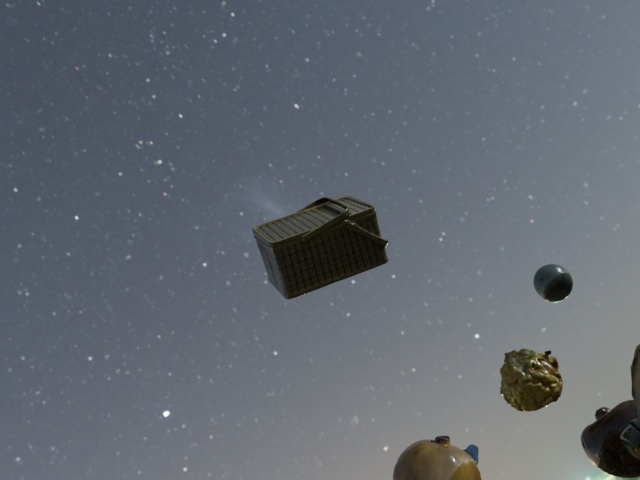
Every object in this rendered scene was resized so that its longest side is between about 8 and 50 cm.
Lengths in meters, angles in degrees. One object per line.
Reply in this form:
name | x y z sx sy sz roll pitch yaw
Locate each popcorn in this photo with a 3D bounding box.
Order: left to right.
popcorn | 0.564 0.371 1.846 0.180 0.180 0.170 -7 -44 -47

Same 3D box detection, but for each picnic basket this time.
picnic basket | 0.000 0.000 1.833 0.313 0.228 0.175 -20 -73 -13

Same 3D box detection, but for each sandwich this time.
sandwich | 0.715 0.451 1.481 0.079 0.159 0.235 -37 -16 5

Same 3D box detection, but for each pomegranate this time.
pomegranate | 0.237 0.504 1.429 0.191 0.191 0.191 -31 -30 -20

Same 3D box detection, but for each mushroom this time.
mushroom | 0.751 0.493 1.668 0.138 0.194 0.231 -34 -24 -50

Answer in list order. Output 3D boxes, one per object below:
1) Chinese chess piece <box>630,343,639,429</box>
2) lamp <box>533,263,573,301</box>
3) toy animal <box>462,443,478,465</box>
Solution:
Chinese chess piece | 0.680 0.286 1.271 0.104 0.257 0.257 -1 -39 -5
lamp | 0.635 0.116 1.879 0.105 0.105 0.105 -31 -30 -20
toy animal | 0.391 0.696 2.119 0.239 0.255 0.176 -10 -61 -5
